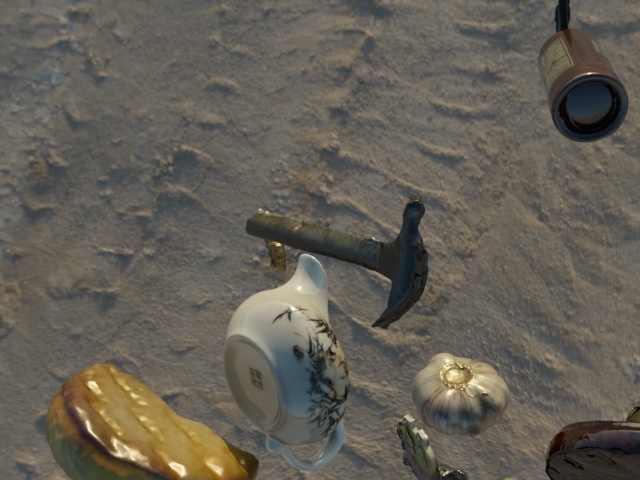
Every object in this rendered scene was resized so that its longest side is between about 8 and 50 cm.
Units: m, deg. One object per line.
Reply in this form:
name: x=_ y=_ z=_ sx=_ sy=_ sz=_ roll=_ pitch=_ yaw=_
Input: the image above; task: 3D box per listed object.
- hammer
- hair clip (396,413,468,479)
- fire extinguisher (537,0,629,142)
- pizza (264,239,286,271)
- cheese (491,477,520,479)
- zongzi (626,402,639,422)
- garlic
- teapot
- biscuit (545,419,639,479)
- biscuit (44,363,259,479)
hammer: x=0.001 y=0.000 z=0.666 sx=0.297 sy=0.027 sz=0.125 roll=17 pitch=104 yaw=55
hair clip: x=0.199 y=0.414 z=1.260 sx=0.056 sy=0.146 sz=0.187 roll=-22 pitch=27 yaw=-24
fire extinguisher: x=0.275 y=-0.196 z=0.721 sx=0.071 sy=0.099 sz=0.231 roll=-5 pitch=32 yaw=16
pizza: x=-0.111 y=0.013 z=1.596 sx=0.041 sy=0.131 sz=0.178 roll=-14 pitch=30 yaw=-8
cheese: x=0.414 y=0.722 z=1.587 sx=0.318 sy=0.327 sz=0.115 roll=-38 pitch=39 yaw=-27
zongzi: x=0.953 y=0.437 z=1.662 sx=0.274 sy=0.145 sz=0.300 roll=39 pitch=82 yaw=-11
garlic: x=0.364 y=0.427 z=1.709 sx=0.244 sy=0.253 sz=0.245 roll=-12 pitch=33 yaw=8
teapot: x=-0.038 y=0.185 z=0.915 sx=0.208 sy=0.300 sz=0.166 roll=5 pitch=28 yaw=38
biscuit: x=0.662 y=0.475 z=1.328 sx=0.407 sy=0.407 sz=0.091 roll=9 pitch=54 yaw=26
biscuit: x=-0.225 y=0.253 z=0.823 sx=0.274 sy=0.213 sz=0.091 roll=30 pitch=99 yaw=24
